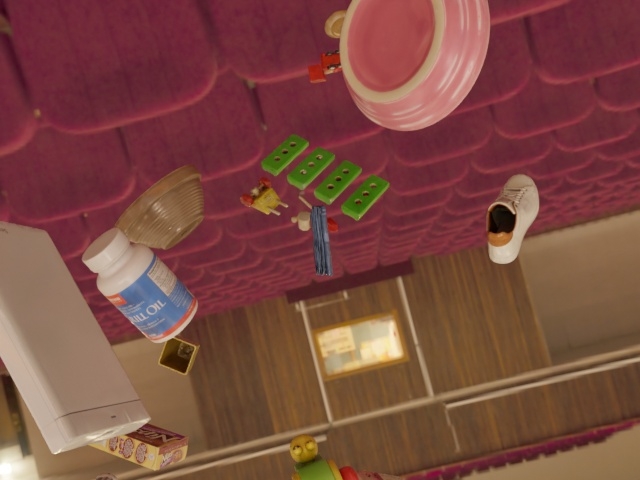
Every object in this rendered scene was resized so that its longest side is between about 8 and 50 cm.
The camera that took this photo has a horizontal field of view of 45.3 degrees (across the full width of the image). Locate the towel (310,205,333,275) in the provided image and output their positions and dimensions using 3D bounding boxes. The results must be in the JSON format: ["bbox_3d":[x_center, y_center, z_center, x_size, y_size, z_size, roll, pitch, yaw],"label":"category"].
[{"bbox_3d":[0.000,0.000,1.293,0.029,0.119,0.067,-7,-177,0],"label":"towel"}]

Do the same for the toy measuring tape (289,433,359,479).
[{"bbox_3d":[0.030,0.419,1.049,0.121,0.330,0.121,-20,157,-9],"label":"toy measuring tape"}]

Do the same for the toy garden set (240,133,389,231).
[{"bbox_3d":[-0.020,-0.094,1.547,0.204,0.244,0.049,-47,154,-30],"label":"toy garden set"}]

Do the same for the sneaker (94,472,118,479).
[{"bbox_3d":[-0.539,0.656,1.761,0.086,0.228,0.132,19,174,-5],"label":"sneaker"}]

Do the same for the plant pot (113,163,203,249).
[{"bbox_3d":[-0.345,-0.058,1.756,0.237,0.109,0.237,-42,179,-1],"label":"plant pot"}]

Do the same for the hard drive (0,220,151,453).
[{"bbox_3d":[-0.392,0.127,1.106,0.047,0.353,0.233,-35,167,7],"label":"hard drive"}]

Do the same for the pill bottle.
[{"bbox_3d":[-0.351,0.084,1.480,0.124,0.221,0.124,-30,-153,18],"label":"pill bottle"}]

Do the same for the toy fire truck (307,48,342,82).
[{"bbox_3d":[0.055,-0.485,2.108,0.192,0.047,0.135,-10,178,9],"label":"toy fire truck"}]

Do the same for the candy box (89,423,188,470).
[{"bbox_3d":[-0.386,0.421,1.609,0.187,0.053,0.109,11,-179,24],"label":"candy box"}]

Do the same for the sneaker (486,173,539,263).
[{"bbox_3d":[0.488,-0.086,1.946,0.106,0.123,0.290,2,-132,27],"label":"sneaker"}]

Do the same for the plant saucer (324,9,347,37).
[{"bbox_3d":[0.052,-0.554,1.976,0.083,0.015,0.083,-17,143,-13],"label":"plant saucer"}]

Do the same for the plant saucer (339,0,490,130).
[{"bbox_3d":[0.151,-0.372,1.414,0.084,0.332,0.332,2,166,-45],"label":"plant saucer"}]

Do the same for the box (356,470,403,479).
[{"bbox_3d":[0.148,0.624,1.637,0.127,0.148,0.232,18,-170,-28],"label":"box"}]

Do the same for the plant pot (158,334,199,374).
[{"bbox_3d":[-0.358,0.289,1.982,0.081,0.081,0.083,21,-175,8],"label":"plant pot"}]
